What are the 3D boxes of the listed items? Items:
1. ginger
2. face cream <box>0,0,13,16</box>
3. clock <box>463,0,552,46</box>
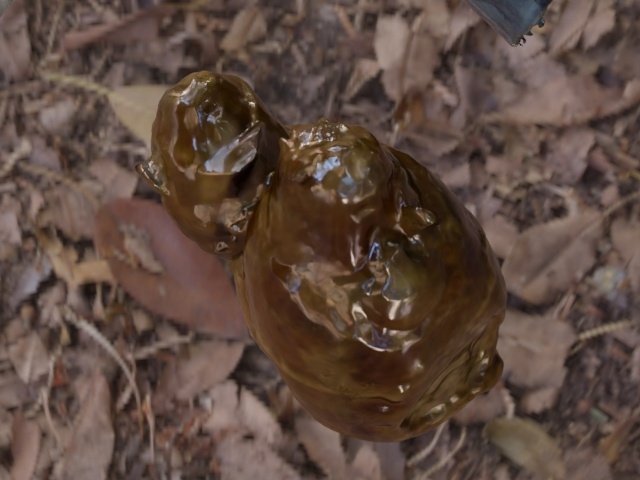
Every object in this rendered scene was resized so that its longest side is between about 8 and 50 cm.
[{"bbox_3d":[0.004,0.002,0.997,0.152,0.357,0.274,-35,95,-6],"label":"ginger"},{"bbox_3d":[-0.166,-0.075,0.496,0.102,0.102,0.346,32,76,11],"label":"face cream"},{"bbox_3d":[0.223,-0.305,1.050,0.076,0.386,0.386,37,66,1],"label":"clock"}]
